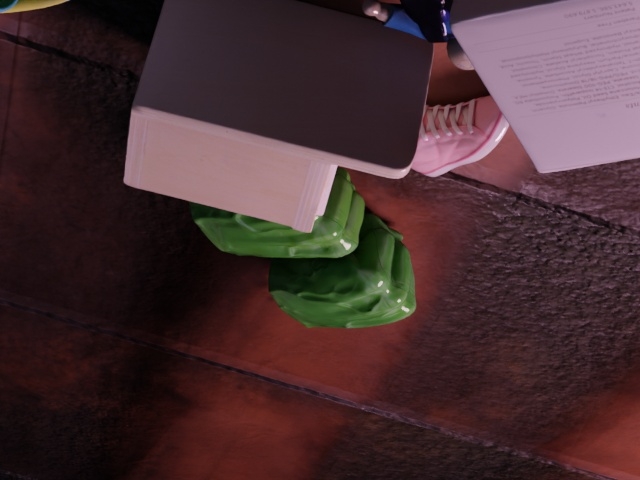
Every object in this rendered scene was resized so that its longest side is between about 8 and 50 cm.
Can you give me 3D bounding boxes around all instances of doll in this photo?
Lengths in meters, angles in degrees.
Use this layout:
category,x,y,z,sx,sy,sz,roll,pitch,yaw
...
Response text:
category,x,y,z,sx,sy,sz,roll,pitch,yaw
doll,0.092,-0.201,1.287,0.129,0.046,0.189,-14,146,20

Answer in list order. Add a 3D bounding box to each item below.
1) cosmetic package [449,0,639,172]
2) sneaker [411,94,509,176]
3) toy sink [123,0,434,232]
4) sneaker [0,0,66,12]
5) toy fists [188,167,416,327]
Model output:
category,x,y,z,sx,sy,sz,roll,pitch,yaw
cosmetic package,0.207,-0.170,1.200,0.151,0.151,0.184,-8,141,28
sneaker,0.108,-0.100,1.429,0.070,0.051,0.134,24,150,-26
toy sink,-0.036,-0.109,1.375,0.234,0.153,0.131,13,147,-2
sneaker,-0.279,-0.276,1.153,0.319,0.208,0.127,15,148,-3
toy fists,0.000,0.000,1.581,0.142,0.096,0.279,1,148,35
